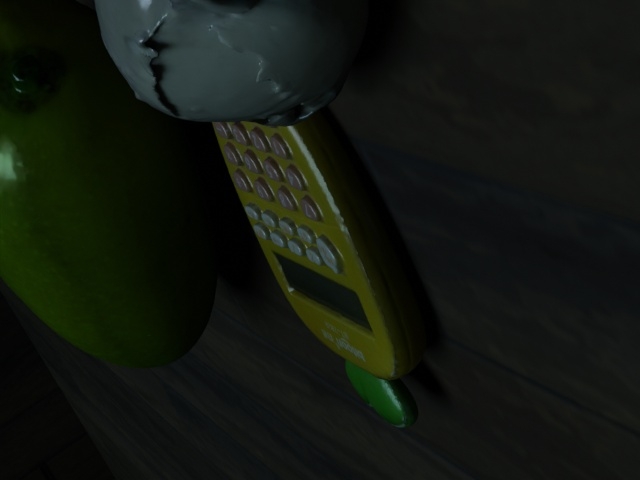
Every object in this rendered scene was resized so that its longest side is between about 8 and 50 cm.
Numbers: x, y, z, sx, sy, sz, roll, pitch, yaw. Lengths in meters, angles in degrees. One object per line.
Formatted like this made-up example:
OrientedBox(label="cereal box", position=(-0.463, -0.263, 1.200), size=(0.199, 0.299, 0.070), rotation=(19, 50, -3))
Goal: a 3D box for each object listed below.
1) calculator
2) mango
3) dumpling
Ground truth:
OrientedBox(label="calculator", position=(0.000, 0.000, 0.750), size=(0.146, 0.032, 0.235), rotation=(25, 143, 61))
OrientedBox(label="mango", position=(-0.157, -0.026, 0.921), size=(0.192, 0.156, 0.343), rotation=(48, 163, 34))
OrientedBox(label="dumpling", position=(-0.040, -0.115, 0.550), size=(0.188, 0.108, 0.127), rotation=(54, -161, -67))
